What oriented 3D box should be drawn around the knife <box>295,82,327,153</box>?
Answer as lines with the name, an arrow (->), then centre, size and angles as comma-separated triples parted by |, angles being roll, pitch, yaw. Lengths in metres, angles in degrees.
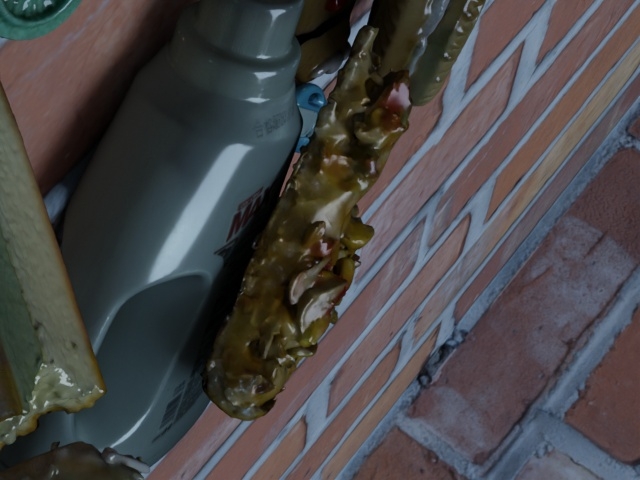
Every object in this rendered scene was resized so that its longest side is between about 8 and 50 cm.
knife -> 0.001, -0.106, 1.381 | 0.064, 0.031, 0.222 | -61, 166, 8

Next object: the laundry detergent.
laundry detergent -> -0.109, -0.008, 1.061 | 0.264, 0.125, 0.398 | -43, 161, -52

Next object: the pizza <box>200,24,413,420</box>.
pizza -> 0.000, 0.000, 1.132 | 0.251, 0.074, 0.287 | 91, 25, -85

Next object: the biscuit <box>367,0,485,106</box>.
biscuit -> 0.099, -0.225, 1.202 | 0.259, 0.079, 0.259 | -160, -90, -87

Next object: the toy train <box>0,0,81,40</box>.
toy train -> -0.088, -0.196, 0.656 | 0.285, 0.116, 0.177 | -23, 132, -39

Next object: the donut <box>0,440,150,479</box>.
donut -> -0.279, 0.242, 0.864 | 0.307, 0.150, 0.371 | -28, 171, 23

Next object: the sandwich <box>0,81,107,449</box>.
sandwich -> -0.190, 0.018, 0.741 | 0.220, 0.186, 0.108 | -57, 168, 6

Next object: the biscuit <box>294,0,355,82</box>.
biscuit -> 0.011, -0.223, 1.126 | 0.197, 0.049, 0.301 | -41, 159, -50
